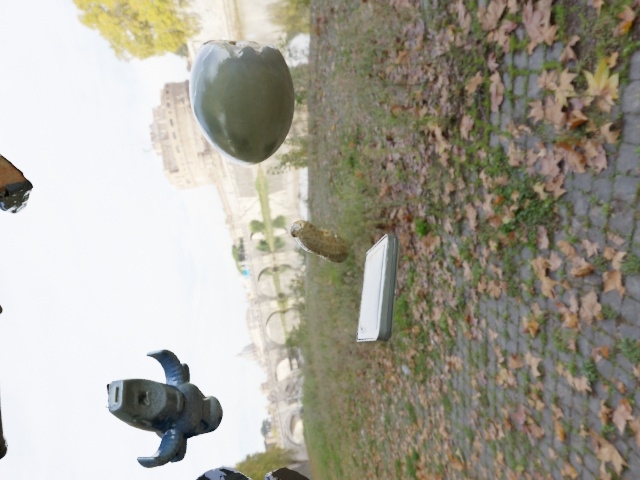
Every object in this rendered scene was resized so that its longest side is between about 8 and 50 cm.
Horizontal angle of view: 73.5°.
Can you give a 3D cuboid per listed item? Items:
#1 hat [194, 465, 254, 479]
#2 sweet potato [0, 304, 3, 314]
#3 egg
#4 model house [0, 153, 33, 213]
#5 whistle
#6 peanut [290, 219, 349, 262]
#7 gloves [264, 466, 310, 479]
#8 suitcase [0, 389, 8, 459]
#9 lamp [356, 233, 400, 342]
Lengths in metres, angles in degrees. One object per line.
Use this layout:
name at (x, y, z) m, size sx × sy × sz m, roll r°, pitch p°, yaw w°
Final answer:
hat at (-0.208, 0.645, 0.860) m, size 0.257 × 0.382 × 0.366 m, roll 37°, pitch -116°, yaw -60°
sweet potato at (-0.965, 0.161, 1.192) m, size 0.085 × 0.286 × 0.112 m, roll 42°, pitch -120°, yaw -65°
egg at (-0.137, -0.236, 0.760) m, size 0.183 × 0.183 × 0.217 m, roll -112°, pitch 24°, yaw -58°
model house at (-1.042, -0.145, 1.218) m, size 0.184 × 0.253 × 0.291 m, roll -42°, pitch 9°, yaw 36°
whistle at (-0.253, 0.284, 0.725) m, size 0.269 × 0.093 × 0.180 m, roll 59°, pitch -160°, yaw -57°
peanut at (0.000, 0.000, 1.121) m, size 0.080 × 0.174 × 0.080 m, roll -52°, pitch 20°, yaw 28°
gloves at (-0.099, 0.744, 1.068) m, size 0.152 × 0.197 × 0.301 m, roll 72°, pitch -141°, yaw -59°
suitcase at (-0.737, 0.292, 0.718) m, size 0.434 × 0.283 × 0.194 m, roll 3°, pitch 96°, yaw 38°
lamp at (0.151, 0.139, 1.154) m, size 0.266 × 0.047 × 0.269 m, roll 110°, pitch 168°, yaw -75°
